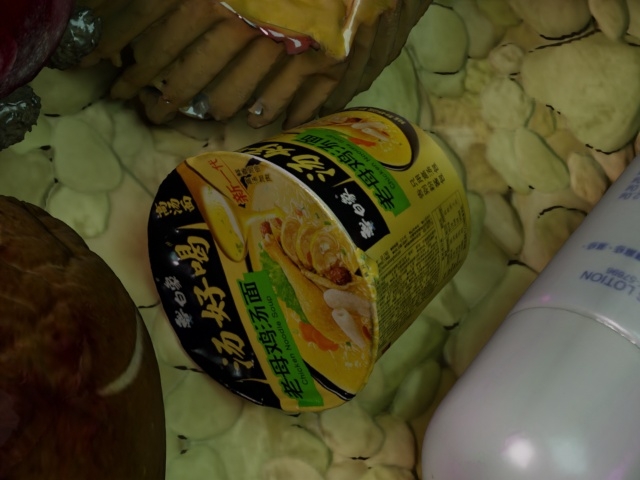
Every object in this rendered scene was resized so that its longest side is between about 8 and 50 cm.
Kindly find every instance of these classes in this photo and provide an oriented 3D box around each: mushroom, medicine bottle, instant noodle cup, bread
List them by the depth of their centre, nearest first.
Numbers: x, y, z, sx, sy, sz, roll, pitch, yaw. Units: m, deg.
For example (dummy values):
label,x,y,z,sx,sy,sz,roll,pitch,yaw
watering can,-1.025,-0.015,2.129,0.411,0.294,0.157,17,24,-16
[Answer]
label,x,y,z,sx,sy,sz,roll,pitch,yaw
mushroom,-0.205,0.069,0.833,0.301,0.208,0.233,25,23,-10
instant noodle cup,0.000,0.000,0.984,0.122,0.151,0.151,-37,94,-43
bread,-0.036,-0.195,1.020,0.274,0.149,0.274,9,73,-31
medicine bottle,0.183,0.053,1.074,0.130,0.130,0.341,48,56,-8

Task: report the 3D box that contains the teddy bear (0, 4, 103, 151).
label,x,y,z,sx,sy,sz,roll,pitch,yaw
teddy bear,-0.193,-0.120,0.952,0.160,0.078,0.119,37,80,4

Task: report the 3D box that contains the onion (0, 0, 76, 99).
label,x,y,z,sx,sy,sz,roll,pitch,yaw
onion,-0.240,-0.169,0.785,0.313,0.232,0.314,11,59,-19
